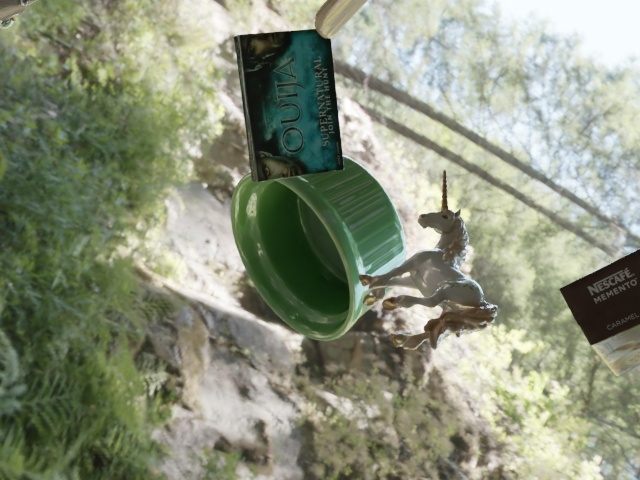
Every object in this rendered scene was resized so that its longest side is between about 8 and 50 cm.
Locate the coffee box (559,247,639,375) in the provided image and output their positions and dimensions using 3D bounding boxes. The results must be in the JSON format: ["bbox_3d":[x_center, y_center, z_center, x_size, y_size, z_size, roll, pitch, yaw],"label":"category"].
[{"bbox_3d":[0.468,0.113,1.144,0.141,0.246,0.098,-30,-121,16],"label":"coffee box"}]

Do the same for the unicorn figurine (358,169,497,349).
[{"bbox_3d":[0.090,0.028,0.624,0.111,0.060,0.162,-19,-132,-11],"label":"unicorn figurine"}]

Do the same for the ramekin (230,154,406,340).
[{"bbox_3d":[0.000,0.000,1.267,0.148,0.303,0.303,-30,-171,-33],"label":"ramekin"}]

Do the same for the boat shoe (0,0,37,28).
[{"bbox_3d":[-0.454,-0.329,0.999,0.116,0.324,0.097,45,-40,49],"label":"boat shoe"}]

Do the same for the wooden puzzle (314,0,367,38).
[{"bbox_3d":[0.121,-0.433,0.944,0.322,0.080,0.348,-40,-164,34],"label":"wooden puzzle"}]

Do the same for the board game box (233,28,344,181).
[{"bbox_3d":[-0.039,-0.176,0.986,0.026,0.126,0.186,-161,-118,-67],"label":"board game box"}]
